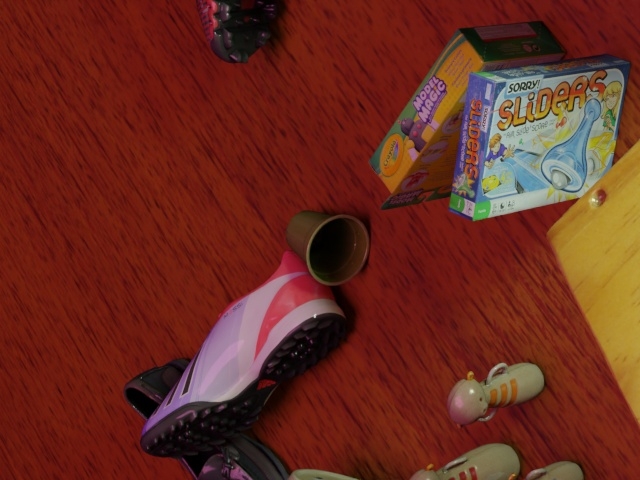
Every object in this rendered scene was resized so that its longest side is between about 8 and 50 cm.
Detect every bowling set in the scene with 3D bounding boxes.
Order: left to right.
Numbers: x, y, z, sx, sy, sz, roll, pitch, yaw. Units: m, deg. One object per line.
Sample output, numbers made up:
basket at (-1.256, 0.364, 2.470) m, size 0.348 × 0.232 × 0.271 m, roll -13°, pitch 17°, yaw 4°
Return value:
bowling set at (0.189, 0.283, 1.900) m, size 0.200 × 0.154 × 0.287 m, roll 35°, pitch 123°, yaw 38°

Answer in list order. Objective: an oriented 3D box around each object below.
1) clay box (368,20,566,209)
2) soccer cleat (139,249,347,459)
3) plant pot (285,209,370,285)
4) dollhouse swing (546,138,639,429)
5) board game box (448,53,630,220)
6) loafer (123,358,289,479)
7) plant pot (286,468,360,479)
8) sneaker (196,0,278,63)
clay box at (0.140, -0.124, 1.881) m, size 0.053 × 0.127 × 0.222 m, roll 56°, pitch 133°, yaw 24°
soccer cleat at (-0.102, 0.142, 2.195) m, size 0.318 × 0.108 × 0.116 m, roll -42°, pitch 54°, yaw 26°
plant pot at (0.000, 0.000, 2.107) m, size 0.079 × 0.083 × 0.083 m, roll 29°, pitch 120°, yaw 53°
dollhouse swing at (0.389, 0.106, 1.462) m, size 0.315 × 0.305 × 0.347 m, roll -47°, pitch 41°, yaw 24°
board game box at (0.209, -0.100, 1.756) m, size 0.035 × 0.201 × 0.136 m, roll 26°, pitch 118°, yaw 41°
loafer at (-0.138, 0.273, 2.296) m, size 0.302 × 0.095 × 0.109 m, roll 48°, pitch 129°, yaw 29°
plant pot at (-0.009, 0.409, 2.107) m, size 0.256 × 0.256 × 0.274 m, roll 20°, pitch 96°, yaw 43°
sneaker at (-0.121, -0.341, 2.139) m, size 0.135 × 0.097 × 0.276 m, roll 1°, pitch 97°, yaw 47°
